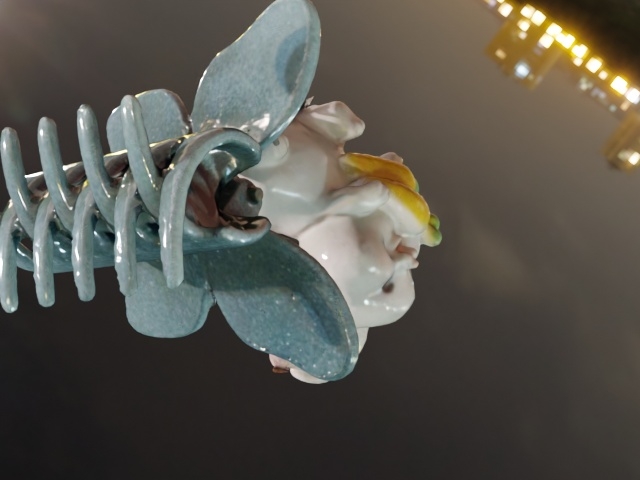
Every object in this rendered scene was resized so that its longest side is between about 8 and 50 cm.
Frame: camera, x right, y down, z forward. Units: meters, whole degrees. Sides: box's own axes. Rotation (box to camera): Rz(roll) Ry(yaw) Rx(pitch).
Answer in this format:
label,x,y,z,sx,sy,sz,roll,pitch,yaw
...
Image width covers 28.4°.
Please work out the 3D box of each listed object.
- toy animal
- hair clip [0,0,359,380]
label,x,y,z,sx,sy,sz,roll,pitch,yaw
toy animal,0.005,-0.003,1.491,0.310,0.247,0.183,59,-170,-4
hair clip,-0.168,-0.037,1.265,0.318,0.392,0.238,-7,179,38
